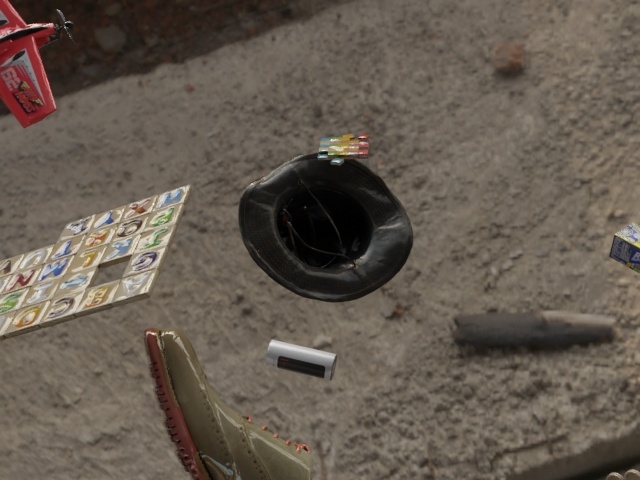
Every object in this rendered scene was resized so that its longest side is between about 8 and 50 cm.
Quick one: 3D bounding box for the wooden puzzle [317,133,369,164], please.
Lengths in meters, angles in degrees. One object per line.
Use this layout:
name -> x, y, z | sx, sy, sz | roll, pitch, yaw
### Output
wooden puzzle -> 0.024, -0.092, 0.880 | 0.049, 0.006, 0.083 | -1, 26, 5

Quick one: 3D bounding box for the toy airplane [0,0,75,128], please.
toy airplane -> -0.239, -0.119, 0.608 | 0.151, 0.028, 0.151 | 0, 61, -1

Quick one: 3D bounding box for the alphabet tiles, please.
alphabet tiles -> -0.256, 0.027, 0.910 | 0.237, 0.009, 0.198 | -16, 31, 15

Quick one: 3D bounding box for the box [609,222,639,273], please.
box -> 0.595, 0.036, 1.543 | 0.059, 0.054, 0.169 | -27, 44, -29

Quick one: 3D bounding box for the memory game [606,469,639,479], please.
memory game -> 0.525, 0.455, 1.421 | 0.012, 0.186, 0.186 | -19, 45, -34

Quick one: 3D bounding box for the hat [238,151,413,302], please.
hat -> 0.000, 0.000, 1.634 | 0.331, 0.134, 0.331 | 8, 55, -12

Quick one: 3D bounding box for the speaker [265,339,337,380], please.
speaker -> -0.039, 0.237, 1.756 | 0.136, 0.055, 0.055 | 12, 57, 8

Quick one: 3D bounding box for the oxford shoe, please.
oxford shoe -> -0.082, 0.237, 0.963 | 0.130, 0.123, 0.348 | -27, 92, -13
